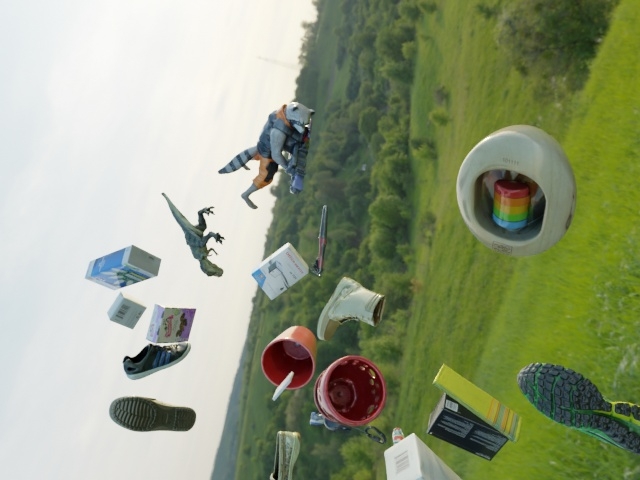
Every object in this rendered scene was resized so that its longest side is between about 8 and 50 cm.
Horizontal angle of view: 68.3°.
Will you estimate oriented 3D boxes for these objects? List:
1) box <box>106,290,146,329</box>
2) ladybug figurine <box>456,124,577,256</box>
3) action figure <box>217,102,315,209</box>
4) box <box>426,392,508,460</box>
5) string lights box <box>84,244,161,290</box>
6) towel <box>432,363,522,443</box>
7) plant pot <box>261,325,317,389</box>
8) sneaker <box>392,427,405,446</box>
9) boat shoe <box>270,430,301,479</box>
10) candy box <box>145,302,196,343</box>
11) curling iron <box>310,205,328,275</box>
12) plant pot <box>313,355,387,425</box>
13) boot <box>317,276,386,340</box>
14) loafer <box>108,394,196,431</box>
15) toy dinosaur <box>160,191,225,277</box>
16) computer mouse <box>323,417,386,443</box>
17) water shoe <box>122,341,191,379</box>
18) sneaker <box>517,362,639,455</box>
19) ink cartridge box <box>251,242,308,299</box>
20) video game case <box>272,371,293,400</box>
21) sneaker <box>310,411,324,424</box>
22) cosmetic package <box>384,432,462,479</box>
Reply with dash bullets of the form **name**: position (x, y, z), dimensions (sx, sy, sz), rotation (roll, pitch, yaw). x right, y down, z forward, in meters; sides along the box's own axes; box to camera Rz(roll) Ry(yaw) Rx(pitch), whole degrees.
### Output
- **box**: position (-0.741, 0.267, 1.804), dimensions (0.087, 0.102, 0.101), rotation (22, 79, 56)
- **ladybug figurine**: position (0.534, -0.132, 1.283), dimensions (0.162, 0.304, 0.450), rotation (-54, -31, -29)
- **action figure**: position (-0.135, -0.242, 1.318), dimensions (0.330, 0.178, 0.342), rotation (-46, 28, 31)
- **box**: position (0.569, 0.712, 1.817), dimensions (0.103, 0.260, 0.185), rotation (-57, -14, -53)
- **string lights box**: position (-0.727, 0.103, 1.736), dimensions (0.259, 0.133, 0.077), rotation (-18, 55, 30)
- **towel**: position (0.406, 0.417, 1.219), dimensions (0.102, 0.237, 0.021), rotation (-25, -35, -58)
- **plant pot**: position (-0.136, 0.567, 2.376), dimensions (0.243, 0.274, 0.275), rotation (-52, -22, -72)
- **sneaker**: position (0.336, 0.837, 2.002), dimensions (0.161, 0.057, 0.076), rotation (60, -151, -65)
- **boat shoe**: position (-0.150, 0.847, 1.737), dimensions (0.104, 0.089, 0.286), rotation (167, 118, -68)
- **candy box**: position (-0.669, 0.373, 2.120), dimensions (0.196, 0.070, 0.165), rotation (17, -93, -59)
- **curling iron**: position (0.000, 0.000, 1.833), dimensions (0.068, 0.035, 0.275), rotation (6, 88, 51)
- **plant pot**: position (0.079, 0.450, 1.390), dimensions (0.174, 0.190, 0.191), rotation (120, 162, -61)
- **boot**: position (0.117, 0.289, 1.773), dimensions (0.262, 0.203, 0.095), rotation (-61, -36, -8)
- **loafer**: position (-0.527, 0.546, 1.471), dimensions (0.092, 0.268, 0.102), rotation (-22, 51, 52)
- **toy dinosaur**: position (-0.312, -0.022, 1.216), dimensions (0.268, 0.118, 0.064), rotation (62, -153, -9)
- **computer mouse**: position (0.121, 0.692, 1.717), dimensions (0.041, 0.241, 0.071), rotation (-32, -50, -66)
- **water shoe**: position (-0.490, 0.346, 1.424), dimensions (0.072, 0.203, 0.080), rotation (20, 128, 52)
- **sneaker**: position (0.652, 0.425, 1.167), dimensions (0.134, 0.343, 0.146), rotation (-57, -19, -15)
- **ink cartridge box**: position (-0.161, 0.123, 1.900), dimensions (0.190, 0.140, 0.082), rotation (-37, 11, 7)
- **video game case**: position (-0.128, 0.504, 1.638), dimensions (0.087, 0.011, 0.122), rotation (-49, -2, -2)
- **sneaker**: position (0.022, 0.706, 1.892), dimensions (0.052, 0.135, 0.058), rotation (-37, 53, 57)
- **cosmetic package**: position (0.420, 0.937, 1.747), dimensions (0.156, 0.385, 0.217), rotation (-39, 13, 16)
